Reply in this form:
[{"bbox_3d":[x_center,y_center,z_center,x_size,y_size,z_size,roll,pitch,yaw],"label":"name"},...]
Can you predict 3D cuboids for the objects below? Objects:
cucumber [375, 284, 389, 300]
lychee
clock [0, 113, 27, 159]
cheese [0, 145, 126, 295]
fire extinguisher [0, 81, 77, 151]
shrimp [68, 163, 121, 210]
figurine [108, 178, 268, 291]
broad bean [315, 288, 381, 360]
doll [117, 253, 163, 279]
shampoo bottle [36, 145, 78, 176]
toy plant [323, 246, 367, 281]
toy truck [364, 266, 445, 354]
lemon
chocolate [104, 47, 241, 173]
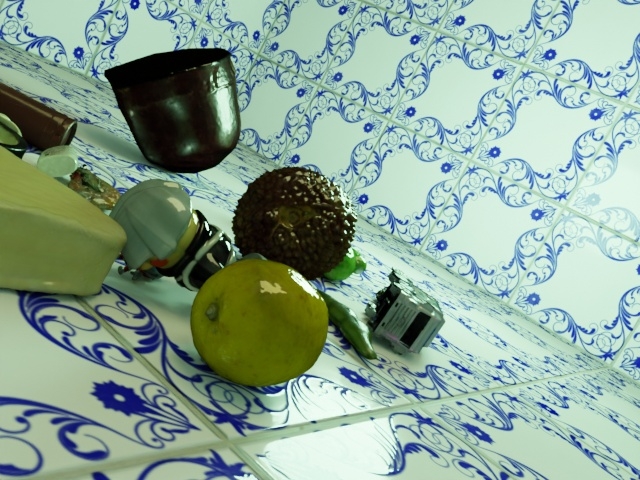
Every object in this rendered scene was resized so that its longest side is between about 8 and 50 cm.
[{"bbox_3d":[0.178,0.141,1.804,0.053,0.053,0.181,31,12,17],"label":"cucumber"},{"bbox_3d":[-0.054,-0.027,1.472,0.268,0.267,0.267,27,9,-5],"label":"lychee"},{"bbox_3d":[-0.657,-0.204,1.072,0.276,0.120,0.379,39,9,36],"label":"clock"},{"bbox_3d":[-0.418,-0.038,0.847,0.384,0.104,0.384,28,9,-5],"label":"cheese"},{"bbox_3d":[-0.672,-0.276,1.483,0.269,0.104,0.105,26,9,-9],"label":"fire extinguisher"},{"bbox_3d":[-0.451,-0.106,1.341,0.101,0.042,0.190,8,22,-45],"label":"shrimp"},{"bbox_3d":[-0.200,0.006,1.025,0.236,0.133,0.176,39,0,-31],"label":"figurine"},{"bbox_3d":[0.046,0.155,1.347,0.060,0.043,0.297,10,16,-29],"label":"broad bean"},{"bbox_3d":[-0.269,0.038,1.072,0.057,0.039,0.114,29,10,39],"label":"doll"},{"bbox_3d":[-0.523,-0.165,1.377,0.077,0.045,0.152,-12,23,-13],"label":"shampoo bottle"},{"bbox_3d":[0.000,0.000,1.799,0.224,0.184,0.315,18,29,-27],"label":"toy plant"},{"bbox_3d":[0.190,0.161,1.488,0.155,0.124,0.268,33,8,0],"label":"toy truck"},{"bbox_3d":[-0.075,0.105,0.883,0.170,0.170,0.207,33,4,27],"label":"lemon"},{"bbox_3d":[-0.405,-0.371,2.029,0.384,0.331,0.383,-7,28,4],"label":"chocolate"}]
